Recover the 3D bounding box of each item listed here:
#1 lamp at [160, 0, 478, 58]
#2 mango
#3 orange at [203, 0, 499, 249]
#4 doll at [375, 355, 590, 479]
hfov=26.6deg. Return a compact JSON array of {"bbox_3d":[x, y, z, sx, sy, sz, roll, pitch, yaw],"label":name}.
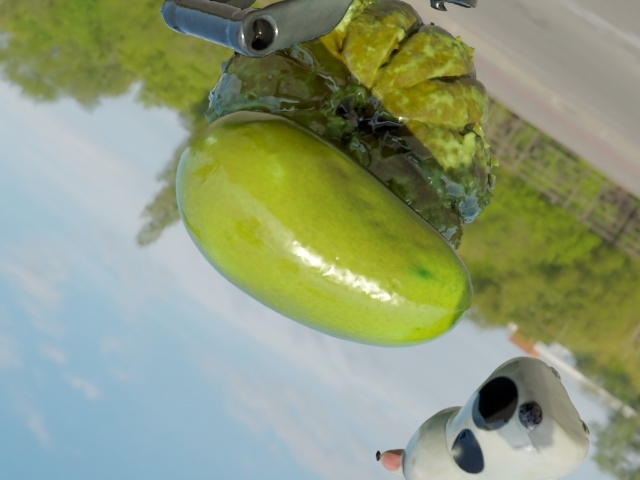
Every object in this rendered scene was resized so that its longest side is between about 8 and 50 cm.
[{"bbox_3d":[0.051,-0.329,1.162,0.374,0.272,0.205,-15,-158,-26],"label":"lamp"},{"bbox_3d":[-0.004,-0.001,1.172,0.273,0.149,0.185,35,168,-8],"label":"mango"},{"bbox_3d":[0.039,-0.095,1.378,0.301,0.300,0.223,54,-179,12],"label":"orange"},{"bbox_3d":[0.151,0.182,1.199,0.107,0.180,0.110,-9,-116,-47],"label":"doll"}]
